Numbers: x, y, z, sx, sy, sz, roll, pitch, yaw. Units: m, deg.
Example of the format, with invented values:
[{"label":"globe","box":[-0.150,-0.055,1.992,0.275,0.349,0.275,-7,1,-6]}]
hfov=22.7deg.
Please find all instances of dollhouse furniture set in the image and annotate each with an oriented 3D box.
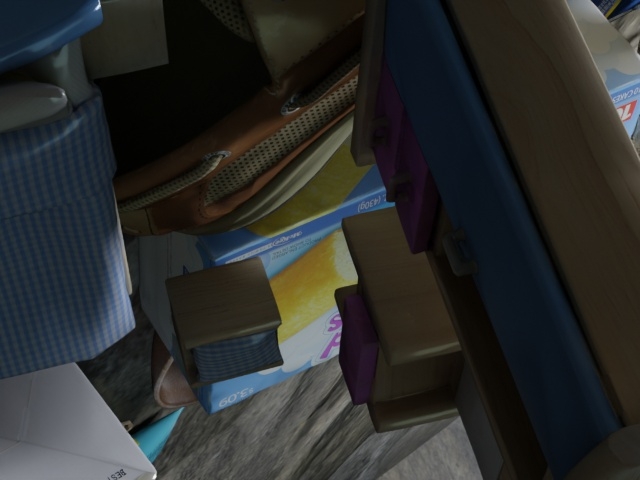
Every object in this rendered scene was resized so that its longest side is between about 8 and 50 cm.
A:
[{"label":"dollhouse furniture set","box":[-0.061,0.057,0.521,0.303,0.198,0.286,-12,150,-10]}]

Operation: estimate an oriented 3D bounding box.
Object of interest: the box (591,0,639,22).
[{"label":"box","box":[0.208,-0.206,0.956,0.059,0.054,0.169,-28,162,-41]}]

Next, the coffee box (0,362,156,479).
[{"label":"coffee box","box":[-0.236,0.196,0.944,0.168,0.119,0.297,-28,163,-40]}]

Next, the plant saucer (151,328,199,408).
[{"label":"plant saucer","box":[0.000,0.000,1.091,0.310,0.050,0.310,-36,166,-11]}]

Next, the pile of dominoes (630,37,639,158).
[{"label":"pile of dominoes","box":[0.201,-0.087,0.890,0.251,0.040,0.196,90,16,-73]}]

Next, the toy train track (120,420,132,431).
[{"label":"toy train track","box":[-0.165,0.150,1.218,0.048,0.014,0.083,-43,167,16]}]

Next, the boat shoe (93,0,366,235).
[{"label":"boat shoe","box":[-0.003,-0.105,0.584,0.120,0.123,0.324,-12,151,-52]}]

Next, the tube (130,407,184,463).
[{"label":"tube","box":[-0.190,0.206,1.274,0.207,0.052,0.080,-36,172,-35]}]

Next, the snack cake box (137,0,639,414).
[{"label":"snack cake box","box":[0.035,-0.026,0.862,0.264,0.089,0.152,-24,149,-20]}]
